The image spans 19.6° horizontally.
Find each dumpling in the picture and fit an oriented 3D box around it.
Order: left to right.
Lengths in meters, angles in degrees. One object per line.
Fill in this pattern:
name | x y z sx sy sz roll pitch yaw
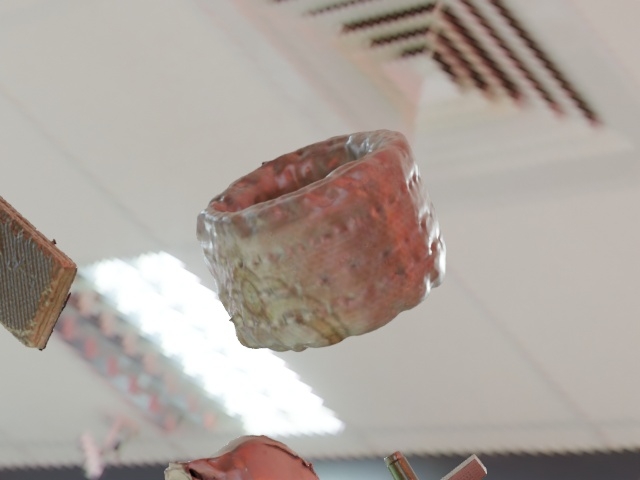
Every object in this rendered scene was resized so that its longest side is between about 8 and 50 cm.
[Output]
dumpling | -0.063 0.246 1.753 0.188 0.108 0.127 17 -29 -16

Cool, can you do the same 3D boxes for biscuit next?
biscuit | -0.374 0.032 2.227 0.040 0.121 0.199 10 20 -49

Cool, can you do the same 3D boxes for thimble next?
thimble | 0.000 0.000 2.233 0.291 0.291 0.195 -8 -72 46

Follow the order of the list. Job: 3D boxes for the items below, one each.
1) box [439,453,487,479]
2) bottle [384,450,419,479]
box | 0.138 0.261 1.964 0.024 0.083 0.053 54 1 3
bottle | 0.119 0.331 2.553 0.083 0.030 0.030 60 -28 12
